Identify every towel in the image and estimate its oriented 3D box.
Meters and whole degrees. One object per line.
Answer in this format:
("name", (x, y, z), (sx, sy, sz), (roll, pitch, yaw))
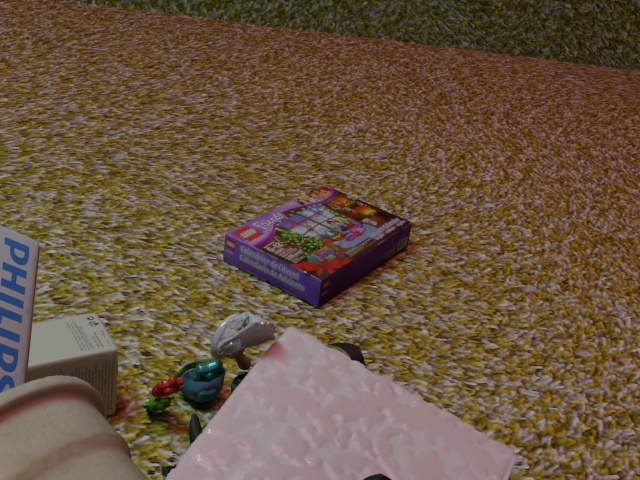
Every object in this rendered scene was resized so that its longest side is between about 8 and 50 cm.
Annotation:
("towel", (0.026, 0.273, 1.025), (0.331, 0.053, 0.317), (29, 42, 10))

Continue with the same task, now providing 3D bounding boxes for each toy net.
("toy net", (-0.140, 0.145, 1.151), (0.122, 0.232, 0.045), (-1, 56, -35))

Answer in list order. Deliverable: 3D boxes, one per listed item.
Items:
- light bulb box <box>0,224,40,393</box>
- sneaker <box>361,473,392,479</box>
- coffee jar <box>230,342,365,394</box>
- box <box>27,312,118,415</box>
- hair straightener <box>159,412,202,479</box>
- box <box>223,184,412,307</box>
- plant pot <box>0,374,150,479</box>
("light bulb box", (-0.508, 0.089, 0.812), (0.361, 0.358, 0.225), (31, 47, -45))
("sneaker", (0.097, 0.362, 0.865), (0.124, 0.107, 0.283), (1, 66, -26))
("coffee jar", (-0.021, 0.197, 1.202), (0.184, 0.096, 0.079), (-16, 12, -37))
("box", (-0.392, 0.176, 1.122), (0.275, 0.113, 0.094), (-8, 33, -30))
("hair straightener", (-0.143, 0.289, 1.073), (0.089, 0.047, 0.230), (3, 34, -11))
("box", (0.000, 0.000, 1.606), (0.201, 0.057, 0.293), (24, 32, 26))
("plant pot", (-0.186, 0.330, 0.733), (0.305, 0.334, 0.334), (33, 35, 18))
